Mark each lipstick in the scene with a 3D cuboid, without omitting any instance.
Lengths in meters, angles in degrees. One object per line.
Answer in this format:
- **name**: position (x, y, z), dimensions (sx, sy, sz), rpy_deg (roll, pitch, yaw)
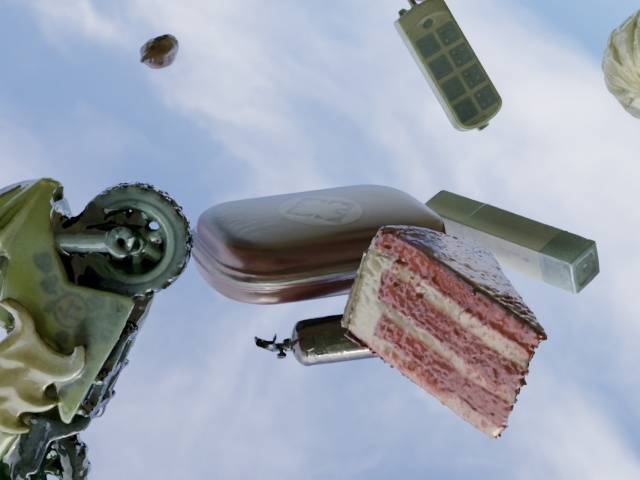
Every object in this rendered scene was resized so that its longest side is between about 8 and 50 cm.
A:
- **lipstick**: position (0.300, -0.003, 1.708), dimensions (0.068, 0.066, 0.317), rpy_deg (-38, -141, -26)

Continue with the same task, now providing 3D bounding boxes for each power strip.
- **power strip**: position (0.180, -0.258, 1.506), dimensions (0.080, 0.029, 0.227), rpy_deg (-33, -84, -7)

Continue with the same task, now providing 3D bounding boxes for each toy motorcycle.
- **toy motorcycle**: position (-0.309, 0.105, 1.169), dimensions (0.237, 0.410, 0.169), rpy_deg (25, -172, 5)

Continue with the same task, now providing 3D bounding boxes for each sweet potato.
- **sweet potato**: position (-0.244, -0.276, 1.562), dimensions (0.049, 0.049, 0.117), rpy_deg (37, -156, -2)

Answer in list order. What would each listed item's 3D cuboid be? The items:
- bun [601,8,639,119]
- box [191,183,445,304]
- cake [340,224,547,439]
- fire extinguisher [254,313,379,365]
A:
- **bun**: position (0.405, -0.184, 1.162), dimensions (0.188, 0.164, 0.111), rpy_deg (34, -128, -2)
- **box**: position (0.000, 0.000, 1.654), dimensions (0.403, 0.108, 0.263), rpy_deg (-8, -155, -25)
- **cake**: position (0.175, 0.105, 1.214), dimensions (0.159, 0.158, 0.262), rpy_deg (1, -154, -44)
- **fire extinguisher**: position (0.042, 0.137, 1.531), dimensions (0.267, 0.089, 0.072), rpy_deg (-7, -109, 4)
